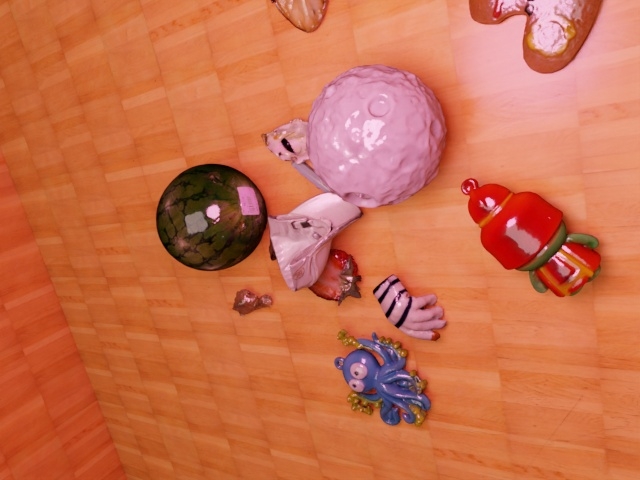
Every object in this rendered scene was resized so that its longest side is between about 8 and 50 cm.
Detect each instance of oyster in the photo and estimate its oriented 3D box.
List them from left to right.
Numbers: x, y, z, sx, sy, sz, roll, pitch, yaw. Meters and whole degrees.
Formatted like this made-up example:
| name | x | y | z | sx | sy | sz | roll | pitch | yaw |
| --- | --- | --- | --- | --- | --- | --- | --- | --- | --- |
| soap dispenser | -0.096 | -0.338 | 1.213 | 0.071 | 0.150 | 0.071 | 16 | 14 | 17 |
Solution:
| name | x | y | z | sx | sy | sz | roll | pitch | yaw |
| --- | --- | --- | --- | --- | --- | --- | --- | --- | --- |
| oyster | -0.069 | -0.287 | 1.443 | 0.209 | 0.072 | 0.133 | -17 | 93 | 17 |

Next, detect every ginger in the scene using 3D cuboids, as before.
| name | x | y | z | sx | sy | sz | roll | pitch | yaw |
| --- | --- | --- | --- | --- | --- | --- | --- | --- | --- |
| ginger | -0.250 | 0.215 | 1.766 | 0.165 | 0.067 | 0.096 | -21 | 97 | 24 |

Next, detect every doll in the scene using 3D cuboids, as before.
| name | x | y | z | sx | sy | sz | roll | pitch | yaw |
| --- | --- | --- | --- | --- | --- | --- | --- | --- | --- |
| doll | 0.189 | 0.462 | 1.559 | 0.341 | 0.099 | 0.346 | 19 | 121 | 28 |
| doll | 0.473 | -0.018 | 1.138 | 0.363 | 0.160 | 0.182 | 44 | 127 | 11 |

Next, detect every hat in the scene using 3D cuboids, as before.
| name | x | y | z | sx | sy | sz | roll | pitch | yaw |
| --- | --- | --- | --- | --- | --- | --- | --- | --- | --- |
| hat | -0.006 | -0.002 | 1.409 | 0.301 | 0.258 | 0.168 | -32 | 130 | 2 |

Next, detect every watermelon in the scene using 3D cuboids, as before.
| name | x | y | z | sx | sy | sz | roll | pitch | yaw |
| --- | --- | --- | --- | --- | --- | --- | --- | --- | --- |
| watermelon | -0.348 | -0.072 | 1.546 | 0.363 | 0.363 | 0.363 | 13 | 116 | 28 |

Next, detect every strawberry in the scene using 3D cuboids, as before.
| name | x | y | z | sx | sy | sz | roll | pitch | yaw |
| --- | --- | --- | --- | --- | --- | --- | --- | --- | --- |
| strawberry | 0.020 | 0.107 | 1.519 | 0.228 | 0.098 | 0.174 | 1 | 100 | 35 |

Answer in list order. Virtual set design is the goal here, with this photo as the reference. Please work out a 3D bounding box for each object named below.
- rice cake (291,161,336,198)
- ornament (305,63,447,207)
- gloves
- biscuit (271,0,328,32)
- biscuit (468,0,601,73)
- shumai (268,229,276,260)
| name | x | y | z | sx | sy | sz | roll | pitch | yaw |
| --- | --- | --- | --- | --- | --- | --- | --- | --- | --- |
| rice cake | -0.018 | -0.186 | 1.467 | 0.180 | 0.030 | 0.042 | 41 | 117 | 12 |
| ornament | 0.128 | -0.234 | 1.154 | 0.337 | 0.337 | 0.337 | 13 | 116 | 28 |
| gloves | 0.254 | 0.205 | 1.396 | 0.218 | 0.131 | 0.140 | 52 | 130 | 15 |
| biscuit | -0.054 | -0.685 | 1.283 | 0.203 | 0.041 | 0.260 | -7 | 106 | 32 |
| biscuit | 0.439 | -0.507 | 1.026 | 0.277 | 0.052 | 0.262 | 25 | 121 | 22 |
| shumai | -0.126 | 0.004 | 1.594 | 0.139 | 0.105 | 0.123 | -48 | 37 | 27 |
